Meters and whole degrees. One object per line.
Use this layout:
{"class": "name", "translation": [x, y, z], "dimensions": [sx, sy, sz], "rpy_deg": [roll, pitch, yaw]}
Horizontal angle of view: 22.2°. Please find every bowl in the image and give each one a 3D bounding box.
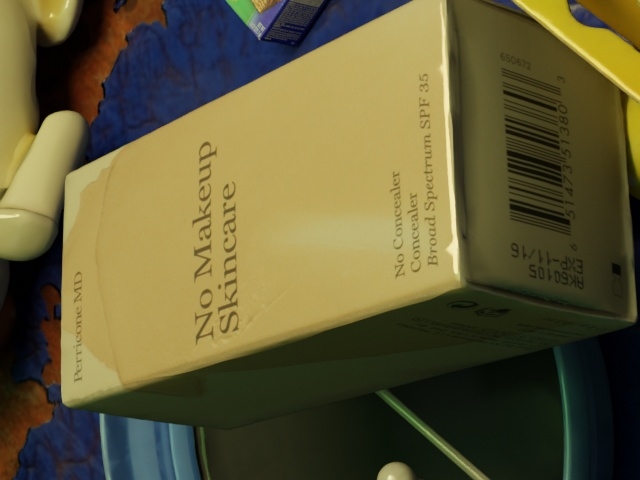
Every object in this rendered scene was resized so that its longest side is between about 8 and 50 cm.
{"class": "bowl", "translation": [0.015, 0.118, 1.060], "dimensions": [0.391, 0.077, 0.391], "rpy_deg": [0, 90, 40]}

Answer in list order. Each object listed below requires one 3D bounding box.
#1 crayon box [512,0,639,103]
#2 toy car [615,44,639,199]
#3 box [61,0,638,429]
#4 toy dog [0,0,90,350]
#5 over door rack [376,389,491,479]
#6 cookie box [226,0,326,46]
{"class": "crayon box", "translation": [0.230, -0.171, 0.766], "dimensions": [0.318, 0.081, 0.202], "rpy_deg": [-38, 59, -10]}
{"class": "toy car", "translation": [0.178, -0.116, 0.885], "dimensions": [0.053, 0.239, 0.225], "rpy_deg": [28, 83, -3]}
{"class": "box", "translation": [0.000, 0.000, 0.835], "dimensions": [0.311, 0.121, 0.148], "rpy_deg": [-22, 64, 45]}
{"class": "toy dog", "translation": [-0.338, -0.073, 1.234], "dimensions": [0.395, 0.284, 0.408], "rpy_deg": [14, 99, 52]}
{"class": "over door rack", "translation": [-0.011, 0.188, 0.962], "dimensions": [0.324, 0.108, 0.239], "rpy_deg": [45, 116, 31]}
{"class": "cookie box", "translation": [-0.025, -0.204, 1.119], "dimensions": [0.092, 0.040, 0.107], "rpy_deg": [51, 119, 29]}
